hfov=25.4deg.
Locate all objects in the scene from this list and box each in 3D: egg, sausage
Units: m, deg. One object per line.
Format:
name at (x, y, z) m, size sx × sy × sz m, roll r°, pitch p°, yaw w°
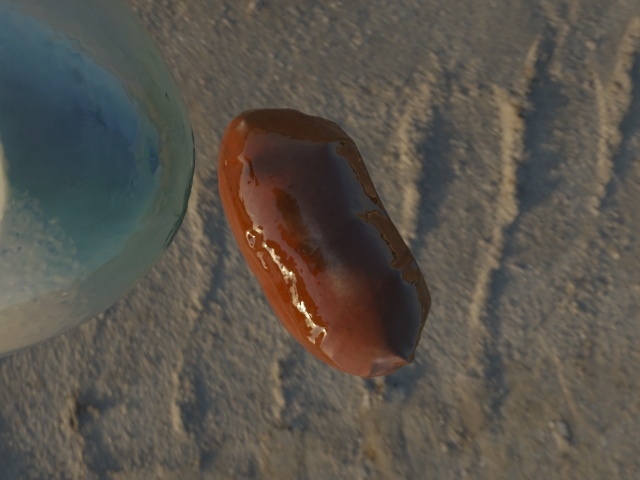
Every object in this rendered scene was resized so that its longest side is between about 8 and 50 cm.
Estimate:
egg at (-0.153, -0.062, 0.747) m, size 0.206 × 0.162 × 0.271 m, roll -28°, pitch 116°, yaw -42°
sausage at (-0.002, 0.001, 1.221) m, size 0.133 × 0.133 × 0.258 m, roll -27°, pitch 86°, yaw -7°
